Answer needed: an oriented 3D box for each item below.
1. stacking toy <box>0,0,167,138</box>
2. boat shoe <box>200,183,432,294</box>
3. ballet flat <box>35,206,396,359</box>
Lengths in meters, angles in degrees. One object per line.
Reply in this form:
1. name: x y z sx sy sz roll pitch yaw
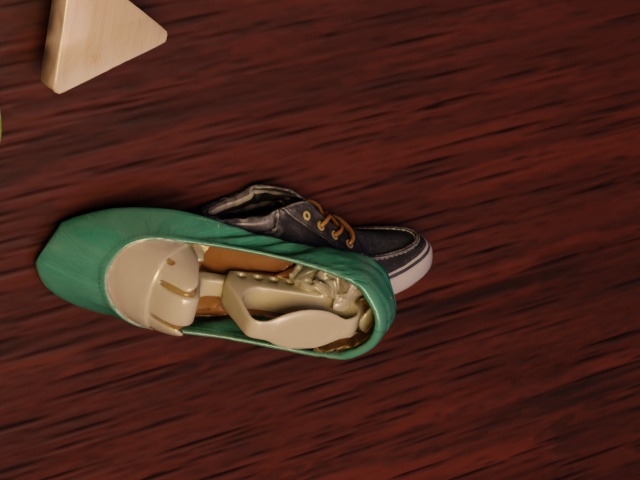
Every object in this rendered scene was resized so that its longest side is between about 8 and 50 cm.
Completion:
1. stacking toy: -0.218 -0.142 1.107 0.309 0.130 0.279 -38 124 -13
2. boat shoe: 0.000 0.000 1.373 0.183 0.065 0.083 -13 119 -24
3. ballet flat: -0.066 0.031 1.285 0.247 0.087 0.083 8 110 -10
